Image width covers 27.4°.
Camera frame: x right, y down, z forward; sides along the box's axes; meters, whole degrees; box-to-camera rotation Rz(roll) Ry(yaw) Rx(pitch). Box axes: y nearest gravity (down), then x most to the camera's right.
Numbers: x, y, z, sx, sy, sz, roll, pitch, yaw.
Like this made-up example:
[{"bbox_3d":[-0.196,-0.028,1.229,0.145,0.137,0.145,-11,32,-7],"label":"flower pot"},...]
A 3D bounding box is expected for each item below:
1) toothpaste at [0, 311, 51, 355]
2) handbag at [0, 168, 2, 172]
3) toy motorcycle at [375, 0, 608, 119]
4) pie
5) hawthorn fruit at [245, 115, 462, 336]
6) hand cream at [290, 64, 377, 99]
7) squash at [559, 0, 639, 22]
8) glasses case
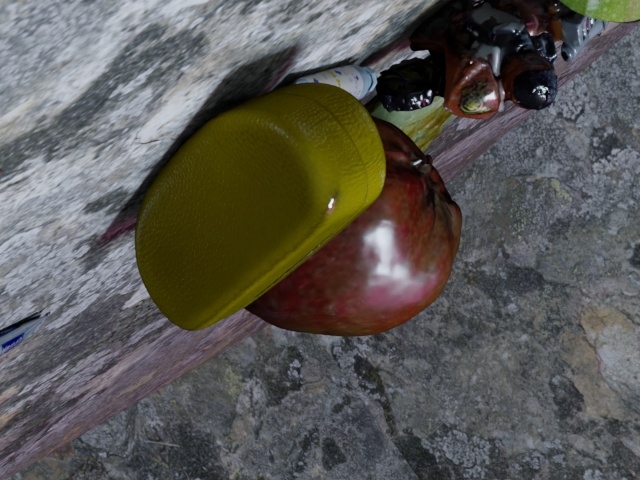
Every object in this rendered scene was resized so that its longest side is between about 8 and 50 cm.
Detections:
[{"bbox_3d":[-0.398,0.129,1.615,0.045,0.028,0.170,-49,169,35],"label":"toothpaste"},{"bbox_3d":[-0.309,-0.025,0.848,0.127,0.063,0.190,-39,169,19],"label":"handbag"},{"bbox_3d":[0.259,-0.262,1.611,0.401,0.207,0.134,-39,132,-26],"label":"toy motorcycle"},{"bbox_3d":[0.154,-0.197,1.949,0.371,0.078,0.296,-39,174,14],"label":"pie"},{"bbox_3d":[0.022,-0.006,1.678,0.324,0.308,0.308,-53,167,23],"label":"hawthorn fruit"},{"bbox_3d":[0.005,-0.172,1.494,0.171,0.043,0.065,-21,158,-51],"label":"hand cream"},{"bbox_3d":[0.341,-0.348,1.520,0.170,0.170,0.123,-34,155,-14],"label":"squash"},{"bbox_3d":[-0.071,-0.045,1.409,0.141,0.173,0.371,-29,173,-40],"label":"glasses case"}]
